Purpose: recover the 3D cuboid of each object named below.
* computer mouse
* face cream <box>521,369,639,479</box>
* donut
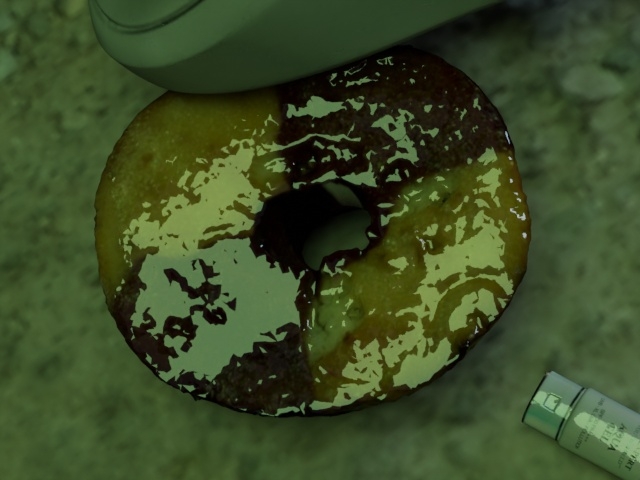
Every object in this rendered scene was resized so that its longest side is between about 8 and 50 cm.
[{"bbox_3d":[0.031,-0.169,0.815,0.297,0.121,0.184,-14,41,8],"label":"computer mouse"},{"bbox_3d":[0.139,0.091,0.802,0.115,0.020,0.038,28,83,16],"label":"face cream"},{"bbox_3d":[0.000,0.000,0.832,0.184,0.073,0.166,-21,71,6],"label":"donut"}]
